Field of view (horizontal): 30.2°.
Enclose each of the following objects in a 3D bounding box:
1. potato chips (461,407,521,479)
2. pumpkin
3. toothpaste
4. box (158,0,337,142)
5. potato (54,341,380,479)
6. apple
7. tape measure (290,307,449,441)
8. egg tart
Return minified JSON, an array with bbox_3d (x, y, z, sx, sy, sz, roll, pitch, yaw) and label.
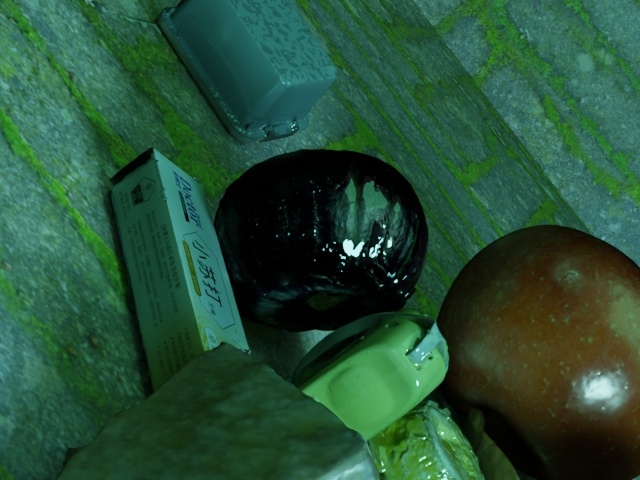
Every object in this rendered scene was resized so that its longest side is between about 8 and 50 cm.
[{"bbox_3d":[0.205,0.298,1.395,0.195,0.061,0.208,62,3,-72],"label":"potato chips"},{"bbox_3d":[0.000,0.000,1.232,0.233,0.233,0.163,28,47,-48],"label":"pumpkin"},{"bbox_3d":[-0.130,0.050,1.107,0.089,0.071,0.313,37,24,-44],"label":"toothpaste"},{"bbox_3d":[-0.095,-0.249,1.588,0.162,0.130,0.227,-19,71,-53],"label":"box"},{"bbox_3d":[-0.091,0.229,0.861,0.264,0.189,0.211,-24,33,-36],"label":"potato"},{"bbox_3d":[0.310,0.154,1.538,0.348,0.277,0.348,40,-17,15],"label":"apple"},{"bbox_3d":[0.041,0.134,1.161,0.106,0.200,0.175,51,12,0],"label":"tape measure"},{"bbox_3d":[0.123,0.248,1.303,0.197,0.078,0.197,47,21,-25],"label":"egg tart"}]
